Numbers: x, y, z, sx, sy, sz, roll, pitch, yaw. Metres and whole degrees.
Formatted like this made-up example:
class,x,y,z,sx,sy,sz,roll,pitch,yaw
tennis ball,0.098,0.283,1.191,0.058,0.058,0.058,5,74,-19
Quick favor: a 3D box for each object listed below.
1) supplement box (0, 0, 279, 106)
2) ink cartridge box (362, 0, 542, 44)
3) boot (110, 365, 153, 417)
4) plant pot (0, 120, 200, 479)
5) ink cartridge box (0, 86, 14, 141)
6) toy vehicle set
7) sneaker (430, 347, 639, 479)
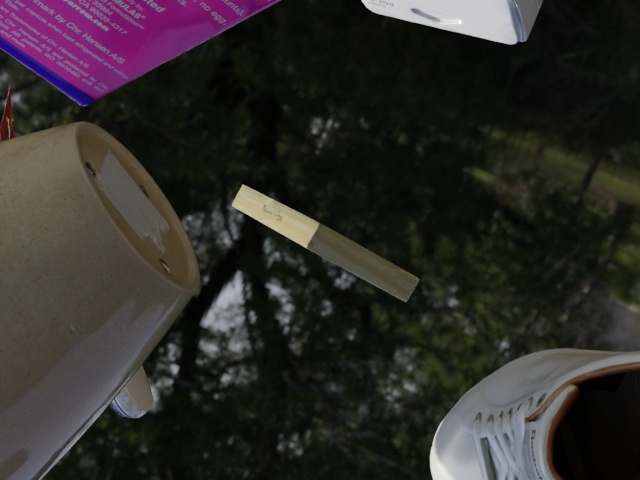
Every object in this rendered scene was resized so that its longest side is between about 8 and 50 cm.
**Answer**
class,x,y,z,sx,sy,sz,roll,pitch,yaw
supplement box,-0.064,-0.166,0.514,0.220,0.111,0.114,-20,141,33
ink cartridge box,0.174,-0.385,1.288,0.207,0.282,0.117,18,168,22
boot,-0.230,0.146,1.200,0.069,0.086,0.190,58,179,-22
plant pot,-0.224,0.050,0.736,0.256,0.274,0.256,53,-169,-15
ink cartridge box,-0.259,-0.015,1.069,0.056,0.224,0.181,-2,-161,-12
toy vehicle set,0.000,0.000,1.554,0.166,0.035,0.267,29,180,-28
sneaker,0.137,0.112,0.680,0.123,0.105,0.290,-5,164,-36
